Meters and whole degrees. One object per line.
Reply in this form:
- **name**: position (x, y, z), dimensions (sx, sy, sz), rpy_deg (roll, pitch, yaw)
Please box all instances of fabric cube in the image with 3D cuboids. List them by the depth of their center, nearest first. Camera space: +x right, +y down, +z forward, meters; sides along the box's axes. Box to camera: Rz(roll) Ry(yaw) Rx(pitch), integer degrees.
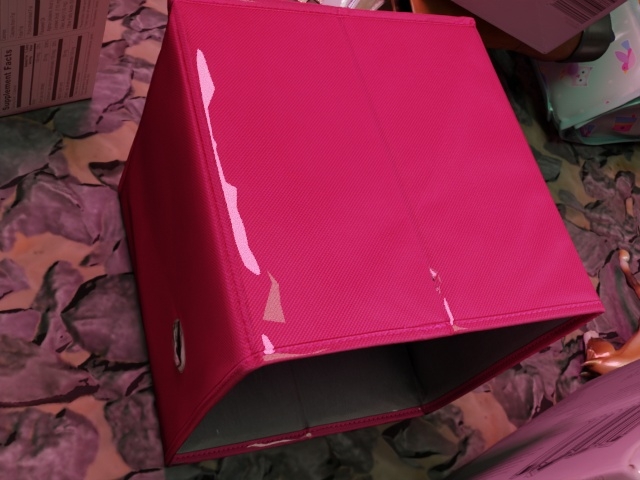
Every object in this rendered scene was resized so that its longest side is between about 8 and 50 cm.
- **fabric cube**: position (0.000, 0.000, 0.570), dimensions (0.259, 0.254, 0.258), rpy_deg (-5, 65, -26)

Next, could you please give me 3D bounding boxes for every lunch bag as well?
- **lunch bag**: position (0.399, -0.247, 0.950), dimensions (0.262, 0.160, 0.223), rpy_deg (-8, 69, -7)

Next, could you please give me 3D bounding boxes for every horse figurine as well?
- **horse figurine**: position (0.415, 0.110, 0.792), dimensions (0.263, 0.066, 0.174), rpy_deg (20, 42, 2)

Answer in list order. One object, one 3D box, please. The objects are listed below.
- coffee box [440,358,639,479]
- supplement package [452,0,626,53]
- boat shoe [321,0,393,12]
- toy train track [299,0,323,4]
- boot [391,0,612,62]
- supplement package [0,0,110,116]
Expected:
- **coffee box**: position (0.280, 0.262, 0.495), dimensions (0.338, 0.337, 0.334), rpy_deg (-20, 73, -32)
- **supplement package**: position (0.244, -0.379, 0.735), dimensions (0.175, 0.177, 0.293), rpy_deg (24, 72, -16)
- **boat shoe**: position (0.106, -0.290, 0.864), dimensions (0.094, 0.109, 0.302), rpy_deg (35, 51, 16)
- **toy train track**: position (0.004, -0.292, 0.883), dimensions (0.083, 0.014, 0.048), rpy_deg (38, 54, -1)
- **boot**: position (0.183, -0.327, 0.850), dimensions (0.280, 0.096, 0.264), rpy_deg (-1, 79, -23)
- **supplement package**: position (-0.301, -0.269, 0.616), dimensions (0.145, 0.204, 0.262), rpy_deg (-22, 74, -32)
